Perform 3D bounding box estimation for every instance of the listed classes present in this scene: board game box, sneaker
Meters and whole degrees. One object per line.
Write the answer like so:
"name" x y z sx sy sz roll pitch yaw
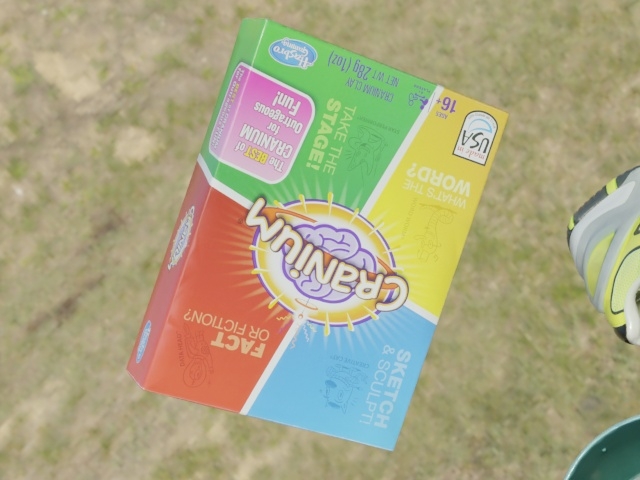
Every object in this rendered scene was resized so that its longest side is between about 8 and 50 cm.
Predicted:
"board game box" 0.000 0.000 1.042 0.064 0.242 0.316 26 98 67
"sneaker" 0.386 -0.041 1.106 0.384 0.145 0.147 -53 38 45

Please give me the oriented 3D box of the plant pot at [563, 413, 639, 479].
"plant pot" 0.443 0.367 1.519 0.293 0.293 0.235 -41 -18 2
